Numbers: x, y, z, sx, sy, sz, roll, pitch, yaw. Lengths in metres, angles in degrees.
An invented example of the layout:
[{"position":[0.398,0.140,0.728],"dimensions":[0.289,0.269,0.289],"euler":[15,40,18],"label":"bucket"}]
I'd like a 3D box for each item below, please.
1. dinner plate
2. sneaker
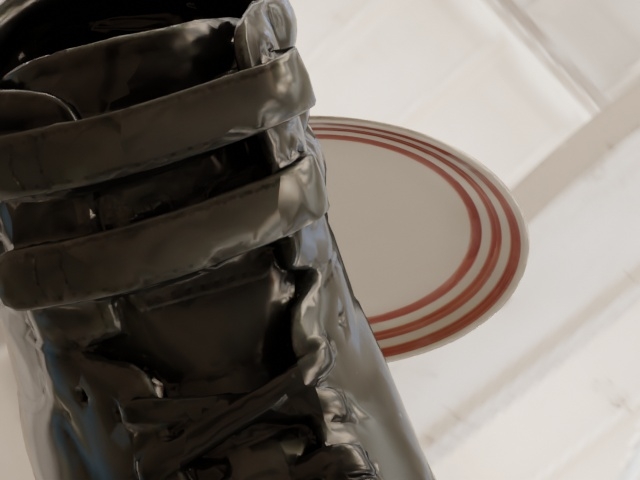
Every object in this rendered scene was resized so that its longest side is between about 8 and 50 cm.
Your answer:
[{"position":[0.000,0.000,0.595],"dimensions":[0.141,0.141,0.017],"euler":[-16,-129,22],"label":"dinner plate"},{"position":[-0.023,0.042,0.380],"dimensions":[0.104,0.147,0.296],"euler":[-18,-139,-10],"label":"sneaker"}]
